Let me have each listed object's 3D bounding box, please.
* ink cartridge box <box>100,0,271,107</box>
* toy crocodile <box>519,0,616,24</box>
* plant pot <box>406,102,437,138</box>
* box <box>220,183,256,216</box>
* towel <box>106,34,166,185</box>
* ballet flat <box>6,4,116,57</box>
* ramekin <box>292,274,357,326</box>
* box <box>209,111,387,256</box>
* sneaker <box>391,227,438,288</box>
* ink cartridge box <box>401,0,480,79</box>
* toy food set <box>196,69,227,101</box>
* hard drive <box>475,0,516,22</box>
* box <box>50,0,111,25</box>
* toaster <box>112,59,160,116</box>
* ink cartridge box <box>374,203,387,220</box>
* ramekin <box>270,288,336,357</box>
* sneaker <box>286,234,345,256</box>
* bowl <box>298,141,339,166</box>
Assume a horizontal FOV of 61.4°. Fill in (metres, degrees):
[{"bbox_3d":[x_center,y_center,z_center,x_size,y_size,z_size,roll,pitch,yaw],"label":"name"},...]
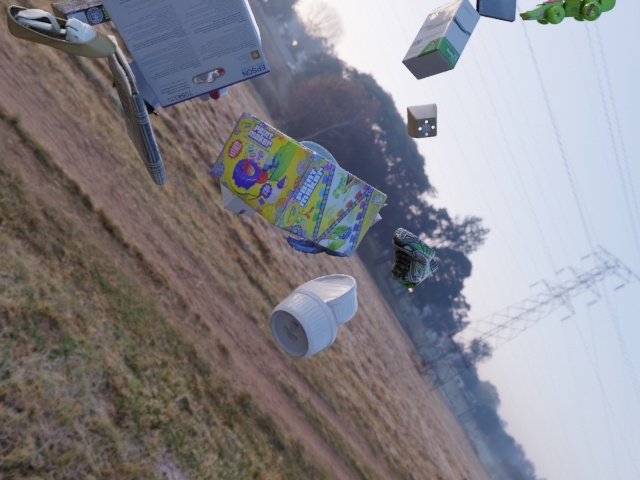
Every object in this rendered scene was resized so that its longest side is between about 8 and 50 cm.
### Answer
[{"bbox_3d":[-0.332,-0.535,1.358,0.072,0.323,0.330,-97,168,-47],"label":"ink cartridge box"},{"bbox_3d":[0.915,-0.860,1.996,0.115,0.340,0.105,-82,167,-68],"label":"toy crocodile"},{"bbox_3d":[0.371,-0.418,1.925,0.096,0.109,0.109,-94,177,-58],"label":"plant pot"},{"bbox_3d":[-0.245,-0.211,1.849,0.119,0.181,0.182,17,48,-41],"label":"box"},{"bbox_3d":[-0.527,-0.361,1.512,0.324,0.056,0.312,57,-21,35],"label":"towel"},{"bbox_3d":[-0.577,-0.464,1.197,0.073,0.232,0.080,115,-19,-60],"label":"ballet flat"},{"bbox_3d":[0.023,0.248,2.141,0.273,0.272,0.127,-105,179,-73],"label":"ramekin"},{"bbox_3d":[-0.053,-0.132,1.278,0.279,0.177,0.290,24,10,-48],"label":"box"},{"bbox_3d":[0.306,0.076,1.829,0.134,0.146,0.343,37,-7,32],"label":"sneaker"},{"bbox_3d":[0.353,-0.588,1.575,0.086,0.209,0.153,38,-18,-28],"label":"ink cartridge box"},{"bbox_3d":[-0.348,-0.531,1.697,0.111,0.232,0.104,27,38,9],"label":"toy food set"},{"bbox_3d":[0.544,-0.735,1.671,0.022,0.135,0.094,-179,-88,-72],"label":"hard drive"},{"bbox_3d":[-0.757,-0.798,1.844,0.216,0.270,0.060,38,-33,45],"label":"box"},{"bbox_3d":[-0.605,-0.516,1.837,0.185,0.110,0.168,41,-9,-22],"label":"toaster"},{"bbox_3d":[0.140,-0.059,1.510,0.029,0.115,0.062,58,24,9],"label":"ink cartridge box"},{"bbox_3d":[-0.063,0.266,1.676,0.109,0.207,0.207,-27,87,-42],"label":"ramekin"},{"bbox_3d":[0.000,0.000,1.740,0.083,0.221,0.087,-12,108,-82],"label":"sneaker"},{"bbox_3d":[-0.062,-0.212,2.034,0.289,0.156,0.290,18,62,-38],"label":"bowl"}]
